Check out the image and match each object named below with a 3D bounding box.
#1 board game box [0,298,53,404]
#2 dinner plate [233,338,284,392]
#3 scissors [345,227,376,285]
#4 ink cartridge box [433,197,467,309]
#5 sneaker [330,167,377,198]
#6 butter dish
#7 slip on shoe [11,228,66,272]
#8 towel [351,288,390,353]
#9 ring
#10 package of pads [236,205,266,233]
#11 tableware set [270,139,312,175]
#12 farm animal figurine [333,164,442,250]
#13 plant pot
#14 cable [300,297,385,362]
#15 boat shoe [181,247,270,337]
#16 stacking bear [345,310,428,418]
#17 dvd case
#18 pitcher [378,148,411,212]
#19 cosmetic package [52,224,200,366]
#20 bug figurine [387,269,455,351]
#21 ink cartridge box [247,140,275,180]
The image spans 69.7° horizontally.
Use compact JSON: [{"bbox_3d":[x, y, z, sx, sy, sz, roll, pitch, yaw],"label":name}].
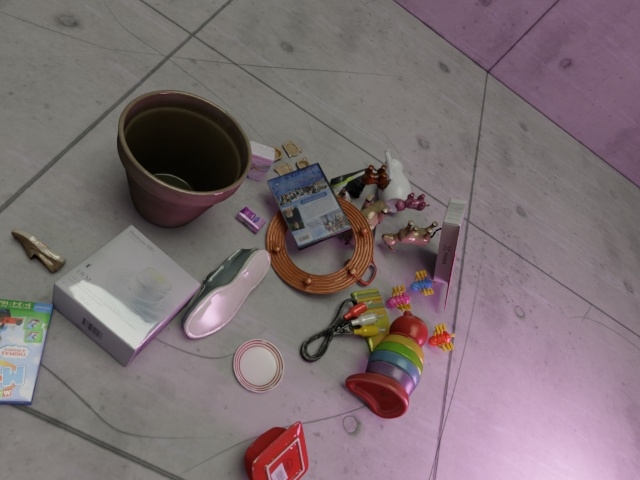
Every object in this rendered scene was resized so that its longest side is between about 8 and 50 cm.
[{"bbox_3d":[-0.665,0.226,0.951,0.160,0.039,0.211,11,57,-26],"label":"board game box"},{"bbox_3d":[-0.163,0.330,1.212,0.141,0.017,0.141,16,53,-23],"label":"dinner plate"},{"bbox_3d":[0.178,0.041,1.606,0.109,0.021,0.297,35,46,3],"label":"scissors"},{"bbox_3d":[0.438,0.047,1.590,0.066,0.296,0.261,12,46,17],"label":"ink cartridge box"},{"bbox_3d":[0.127,-0.204,1.707,0.235,0.084,0.097,-21,97,-37],"label":"sneaker"},{"bbox_3d":[-0.119,0.505,1.069,0.160,0.118,0.160,-30,121,-43],"label":"butter dish"},{"bbox_3d":[-0.667,0.024,1.076,0.135,0.051,0.041,39,60,-13],"label":"slip on shoe"},{"bbox_3d":[0.174,0.269,1.460,0.102,0.021,0.237,-5,65,-28],"label":"towel"},{"bbox_3d":[0.000,0.000,1.420,0.337,0.032,0.336,2,69,-4],"label":"ring"},{"bbox_3d":[-0.214,-0.065,1.421,0.083,0.032,0.050,40,46,-4],"label":"package of pads"},{"bbox_3d":[-0.111,-0.290,1.636,0.169,0.020,0.141,-28,78,-41],"label":"tableware set"},{"bbox_3d":[0.201,-0.075,1.593,0.327,0.172,0.330,-29,73,-23],"label":"farm animal figurine"},{"bbox_3d":[-0.384,-0.182,1.224,0.323,0.280,0.323,16,54,-24],"label":"plant pot"},{"bbox_3d":[0.058,0.251,1.354,0.287,0.072,0.139,-15,72,-35],"label":"cable"},{"bbox_3d":[-0.265,0.132,1.244,0.099,0.116,0.319,15,47,33],"label":"boat shoe"},{"bbox_3d":[0.225,0.337,1.333,0.175,0.164,0.289,45,49,-12],"label":"stacking bear"},{"bbox_3d":[-0.035,-0.111,1.434,0.180,0.022,0.253,-22,71,-13],"label":"dvd case"},{"bbox_3d":[0.273,-0.225,1.741,0.177,0.126,0.207,57,29,-47],"label":"pitcher"},{"bbox_3d":[-0.451,0.126,1.083,0.224,0.138,0.224,41,47,-3],"label":"cosmetic package"},{"bbox_3d":[0.330,0.245,1.535,0.216,0.072,0.278,-5,69,-27],"label":"bug figurine"},{"bbox_3d":[-0.210,-0.254,1.482,0.089,0.122,0.052,14,55,-24],"label":"ink cartridge box"}]
